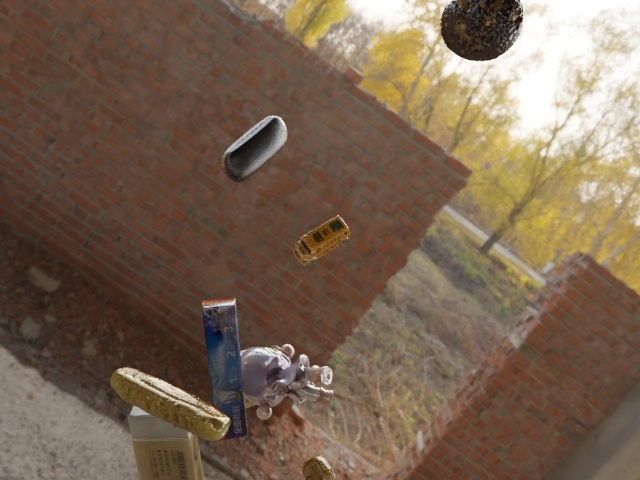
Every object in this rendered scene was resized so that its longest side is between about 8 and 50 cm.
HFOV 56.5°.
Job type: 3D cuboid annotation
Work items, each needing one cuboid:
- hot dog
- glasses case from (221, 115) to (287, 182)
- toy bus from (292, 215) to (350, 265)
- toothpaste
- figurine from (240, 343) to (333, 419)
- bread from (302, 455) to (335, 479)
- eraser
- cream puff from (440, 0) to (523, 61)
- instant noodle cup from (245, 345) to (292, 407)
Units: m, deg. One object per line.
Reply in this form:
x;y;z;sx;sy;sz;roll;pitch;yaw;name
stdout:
-0.292;0.312;1.139;0.286;0.061;0.088;14;-6;34;hot dog
-0.192;-0.273;1.765;0.067;0.266;0.103;10;-46;39;glasses case
0.000;0.000;1.657;0.069;0.162;0.074;55;-12;20;toy bus
-0.216;0.293;1.354;0.076;0.320;0.066;-5;12;-9;toothpaste
-0.101;0.334;1.447;0.276;0.200;0.133;4;-36;23;figurine
-0.005;0.525;1.336;0.081;0.083;0.046;-10;-3;42;bread
-0.366;0.540;1.443;0.144;0.343;0.078;-1;23;0;eraser
0.464;-0.644;1.729;0.239;0.239;0.165;47;10;37;cream puff
-0.219;0.490;2.056;0.212;0.193;0.193;-18;48;-32;instant noodle cup
